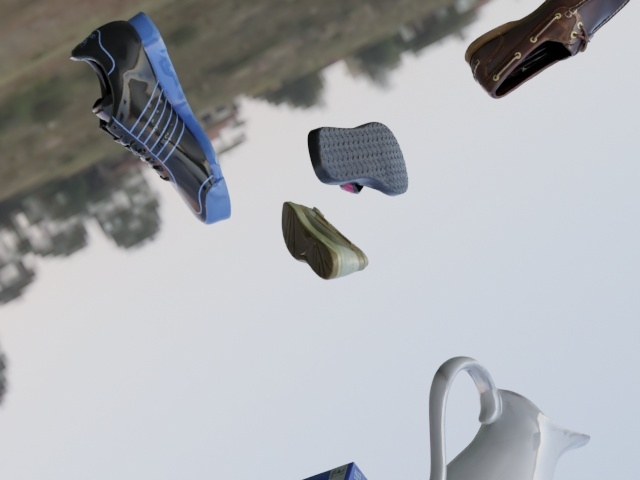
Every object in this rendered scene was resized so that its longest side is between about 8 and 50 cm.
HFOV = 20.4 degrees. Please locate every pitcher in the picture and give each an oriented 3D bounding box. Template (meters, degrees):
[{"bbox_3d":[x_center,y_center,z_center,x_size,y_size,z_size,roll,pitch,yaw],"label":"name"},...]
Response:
[{"bbox_3d":[0.129,0.220,1.530,0.125,0.178,0.207,-5,-128,53],"label":"pitcher"}]

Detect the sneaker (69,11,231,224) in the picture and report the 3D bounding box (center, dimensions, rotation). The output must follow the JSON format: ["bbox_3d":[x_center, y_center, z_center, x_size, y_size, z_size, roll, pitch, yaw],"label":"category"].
[{"bbox_3d":[-0.173,-0.112,1.806,0.090,0.232,0.081,-27,-173,-15],"label":"sneaker"}]

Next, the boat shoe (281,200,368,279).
[{"bbox_3d":[0.000,-0.002,1.963,0.048,0.056,0.153,-6,-157,-24],"label":"boat shoe"}]

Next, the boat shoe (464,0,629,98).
[{"bbox_3d":[0.263,-0.228,1.976,0.207,0.073,0.073,-33,-131,6],"label":"boat shoe"}]

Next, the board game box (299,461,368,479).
[{"bbox_3d":[0.028,0.437,2.096,0.233,0.347,0.078,-23,-153,27],"label":"board game box"}]

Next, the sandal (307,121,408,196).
[{"bbox_3d":[0.027,-0.071,1.580,0.040,0.067,0.179,-18,170,28],"label":"sandal"}]
